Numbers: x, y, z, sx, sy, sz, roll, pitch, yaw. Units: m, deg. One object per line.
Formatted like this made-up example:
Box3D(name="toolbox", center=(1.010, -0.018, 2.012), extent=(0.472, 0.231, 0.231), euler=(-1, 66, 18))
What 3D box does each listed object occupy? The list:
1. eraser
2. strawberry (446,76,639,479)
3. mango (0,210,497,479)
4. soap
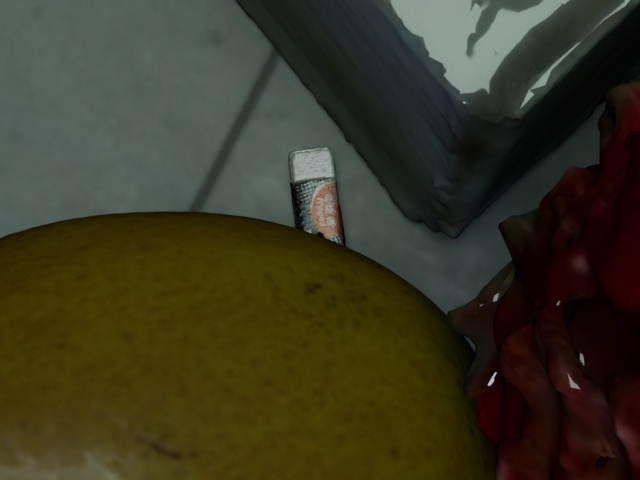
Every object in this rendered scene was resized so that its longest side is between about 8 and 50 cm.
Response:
Box3D(name="eraser", center=(0.000, 0.000, 0.656), extent=(0.027, 0.019, 0.099), euler=(-6, 81, 3))
Box3D(name="strawberry", center=(0.231, 0.085, 0.456), extent=(0.295, 0.317, 0.345), euler=(-28, 65, -25))
Box3D(name="mango", center=(-0.100, 0.121, 0.552), extent=(0.378, 0.221, 0.264), euler=(-21, 76, -10))
Box3D(name="soap", center=(0.051, -0.280, 0.597), extent=(0.350, 0.213, 0.435), euler=(-40, 81, -1))
